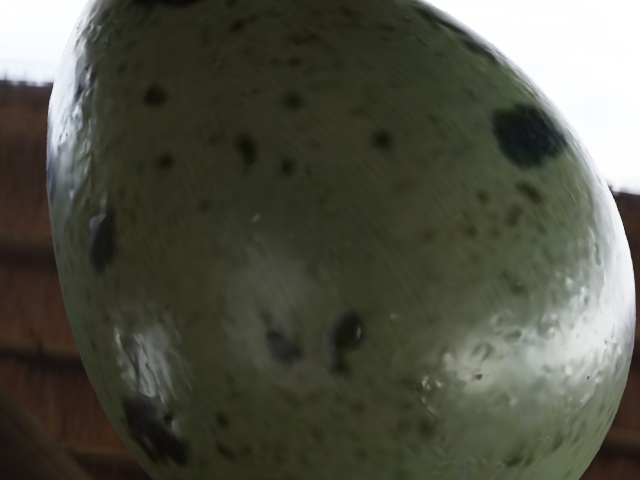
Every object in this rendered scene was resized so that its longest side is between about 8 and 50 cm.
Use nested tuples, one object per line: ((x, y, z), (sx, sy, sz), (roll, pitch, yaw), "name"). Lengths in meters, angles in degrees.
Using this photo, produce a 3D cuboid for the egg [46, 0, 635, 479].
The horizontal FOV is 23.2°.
((0.000, 0.000, 0.509), (0.177, 0.177, 0.228), (-20, -107, -50), "egg")
